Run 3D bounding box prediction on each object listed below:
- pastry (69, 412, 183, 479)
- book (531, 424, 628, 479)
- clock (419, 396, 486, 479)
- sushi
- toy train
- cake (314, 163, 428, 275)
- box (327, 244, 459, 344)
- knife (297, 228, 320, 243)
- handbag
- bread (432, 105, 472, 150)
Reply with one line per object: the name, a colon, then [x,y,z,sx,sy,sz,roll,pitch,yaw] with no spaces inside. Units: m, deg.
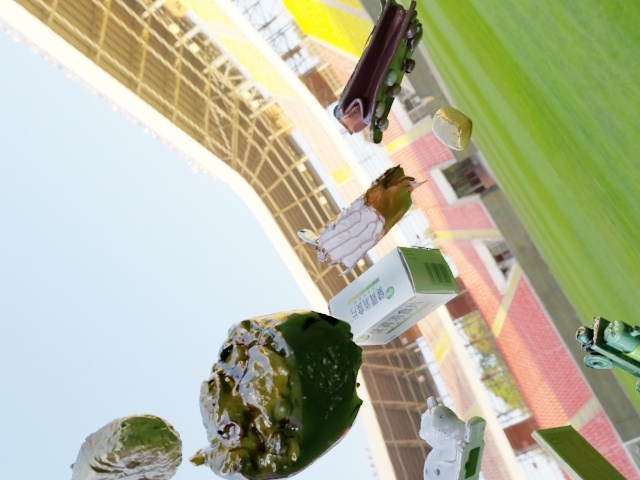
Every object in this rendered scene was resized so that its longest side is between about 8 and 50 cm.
pastry: [-0.561,0.647,1.611,0.329,0.329,0.136,41,-173,-46]
book: [0.547,0.464,1.064,0.170,0.018,0.242,12,-155,-41]
clock: [0.226,0.385,0.986,0.080,0.117,0.176,3,-83,-41]
sushi: [-0.067,0.207,0.736,0.204,0.200,0.213,3,-113,-38]
toy train: [0.552,0.195,0.933,0.200,0.132,0.083,25,-120,-3]
cake: [0.071,-0.028,1.008,0.098,0.287,0.135,43,-142,2]
box: [0.186,0.158,1.471,0.173,0.333,0.145,7,-127,-36]
knife: [0.000,0.000,1.382,0.019,0.044,0.313,63,167,-18]
handbag: [0.106,-0.276,0.911,0.074,0.216,0.203,25,-176,9]
bread: [0.291,-0.254,1.223,0.115,0.056,0.082,-118,31,-47]
